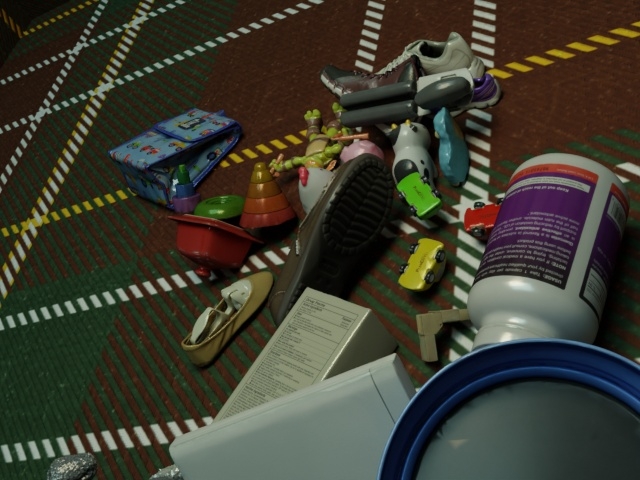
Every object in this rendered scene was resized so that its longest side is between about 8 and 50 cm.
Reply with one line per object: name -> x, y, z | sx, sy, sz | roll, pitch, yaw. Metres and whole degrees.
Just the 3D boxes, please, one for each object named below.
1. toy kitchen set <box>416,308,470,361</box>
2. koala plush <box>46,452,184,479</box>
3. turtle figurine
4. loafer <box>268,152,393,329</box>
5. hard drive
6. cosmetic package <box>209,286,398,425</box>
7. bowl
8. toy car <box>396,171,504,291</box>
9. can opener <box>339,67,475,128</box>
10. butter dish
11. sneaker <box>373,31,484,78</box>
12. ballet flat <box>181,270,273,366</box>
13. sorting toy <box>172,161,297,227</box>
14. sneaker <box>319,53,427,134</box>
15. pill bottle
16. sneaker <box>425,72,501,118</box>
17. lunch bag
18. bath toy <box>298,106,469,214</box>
toy kitchen set -> 0.195, 0.148, 1.291 | 0.083, 0.075, 0.068 | -7, -4, -10
koala plush -> -0.297, 0.442, 1.299 | 0.221, 0.203, 0.196 | -15, 49, -4
turtle figurine -> 0.012, -0.206, 1.737 | 0.270, 0.087, 0.217 | -23, 32, 32
loafer -> 0.000, 0.000, 1.467 | 0.130, 0.134, 0.366 | 21, 78, 55
hard drive -> -0.006, 0.321, 1.122 | 0.353, 0.233, 0.047 | -24, 10, 18
cosmetic package -> -0.032, 0.242, 1.306 | 0.160, 0.113, 0.309 | 17, 63, 46
bowl -> 0.260, 0.308, 0.935 | 0.391, 0.077, 0.391 | -6, 63, 13
toy car -> 0.209, -0.034, 1.417 | 0.239, 0.053, 0.225 | -35, 48, 4
can opener -> 0.154, -0.274, 1.544 | 0.283, 0.095, 0.076 | -6, 80, 30
butter dish -> -0.228, 0.019, 1.679 | 0.160, 0.160, 0.118 | 9, 81, 43
sneaker -> 0.195, -0.365, 1.726 | 0.292, 0.118, 0.110 | -10, 48, 34
ballet flat -> -0.177, 0.137, 1.557 | 0.080, 0.073, 0.232 | 17, 64, 46
sorting toy -> -0.203, -0.114, 1.750 | 0.366, 0.126, 0.127 | 10, 23, 44
sneaker -> 0.130, -0.330, 1.683 | 0.281, 0.106, 0.162 | 43, 110, 30
pill bottle -> 0.321, 0.044, 1.164 | 0.182, 0.181, 0.323 | 1, 52, 39
sneaker -> 0.275, -0.298, 1.630 | 0.170, 0.071, 0.068 | -14, 44, 29
lunch bag -> -0.342, -0.231, 2.037 | 0.293, 0.138, 0.221 | -41, 35, -23
bath toy -> 0.103, -0.142, 1.568 | 0.348, 0.129, 0.151 | -18, 43, 25
